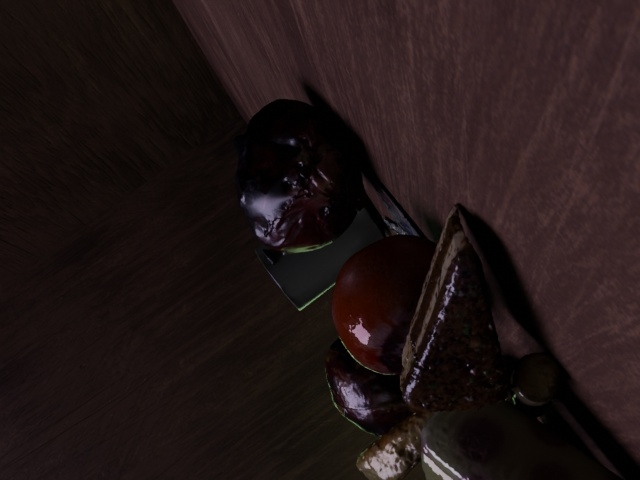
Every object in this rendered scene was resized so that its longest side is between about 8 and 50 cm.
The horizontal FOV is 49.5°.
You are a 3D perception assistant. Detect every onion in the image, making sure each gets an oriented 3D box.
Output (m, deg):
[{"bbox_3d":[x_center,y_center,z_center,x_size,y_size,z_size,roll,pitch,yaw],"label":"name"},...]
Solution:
[{"bbox_3d":[-0.040,-0.120,1.209,0.281,0.221,0.281,172,90,-79],"label":"onion"}]

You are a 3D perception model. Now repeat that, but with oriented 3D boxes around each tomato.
[{"bbox_3d":[0.120,0.099,1.006,0.208,0.208,0.184,55,-169,-27],"label":"tomato"}]

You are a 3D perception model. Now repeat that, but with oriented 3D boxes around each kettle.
[{"bbox_3d":[0.000,0.000,1.459,0.165,0.255,0.240,56,-179,34],"label":"kettle"}]

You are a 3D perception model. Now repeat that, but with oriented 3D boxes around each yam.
[{"bbox_3d":[0.294,0.215,0.975,0.066,0.066,0.300,53,178,24],"label":"yam"}]

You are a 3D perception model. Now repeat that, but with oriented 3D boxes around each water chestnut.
[{"bbox_3d":[0.186,0.348,1.627,0.335,0.335,0.347,-164,66,-87],"label":"water chestnut"}]

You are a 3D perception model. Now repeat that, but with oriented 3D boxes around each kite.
[{"bbox_3d":[0.158,-0.006,1.231,0.335,0.011,0.314,56,178,-21],"label":"kite"}]

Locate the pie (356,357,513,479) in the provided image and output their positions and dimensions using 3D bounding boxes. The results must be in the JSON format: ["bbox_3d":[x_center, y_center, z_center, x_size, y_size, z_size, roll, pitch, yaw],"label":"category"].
[{"bbox_3d":[0.200,0.314,1.195,0.083,0.339,0.339,56,179,17],"label":"pie"}]

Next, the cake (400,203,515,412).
[{"bbox_3d":[0.136,0.093,0.824,0.112,0.135,0.246,-97,-14,-53],"label":"cake"}]

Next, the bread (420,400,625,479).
[{"bbox_3d":[0.296,0.339,0.893,0.338,0.155,0.187,36,156,29],"label":"bread"}]
